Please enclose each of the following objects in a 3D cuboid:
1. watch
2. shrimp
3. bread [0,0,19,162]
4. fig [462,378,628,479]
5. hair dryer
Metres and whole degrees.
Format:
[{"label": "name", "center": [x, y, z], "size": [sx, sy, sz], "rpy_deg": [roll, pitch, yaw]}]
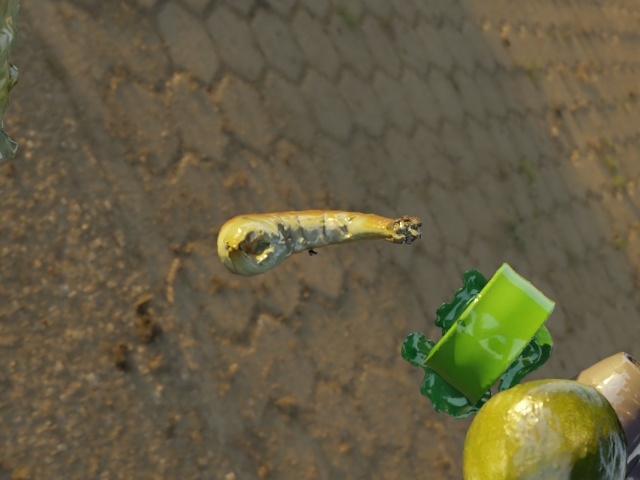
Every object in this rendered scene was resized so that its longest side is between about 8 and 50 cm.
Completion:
[{"label": "watch", "center": [0.165, 0.111, 1.247], "size": [0.131, 0.165, 0.152], "rpy_deg": [41, 3, 4]}, {"label": "shrimp", "center": [0.000, 0.000, 1.039], "size": [0.161, 0.166, 0.049], "rpy_deg": [-37, 127, -77]}, {"label": "bread", "center": [-0.256, -0.118, 0.459], "size": [0.264, 0.395, 0.239], "rpy_deg": [19, 45, 1]}, {"label": "fig", "center": [0.165, 0.186, 0.915], "size": [0.123, 0.123, 0.156], "rpy_deg": [33, 50, -43]}, {"label": "hair dryer", "center": [0.349, 0.329, 1.360], "size": [0.361, 0.301, 0.121], "rpy_deg": [39, 10, -4]}]
